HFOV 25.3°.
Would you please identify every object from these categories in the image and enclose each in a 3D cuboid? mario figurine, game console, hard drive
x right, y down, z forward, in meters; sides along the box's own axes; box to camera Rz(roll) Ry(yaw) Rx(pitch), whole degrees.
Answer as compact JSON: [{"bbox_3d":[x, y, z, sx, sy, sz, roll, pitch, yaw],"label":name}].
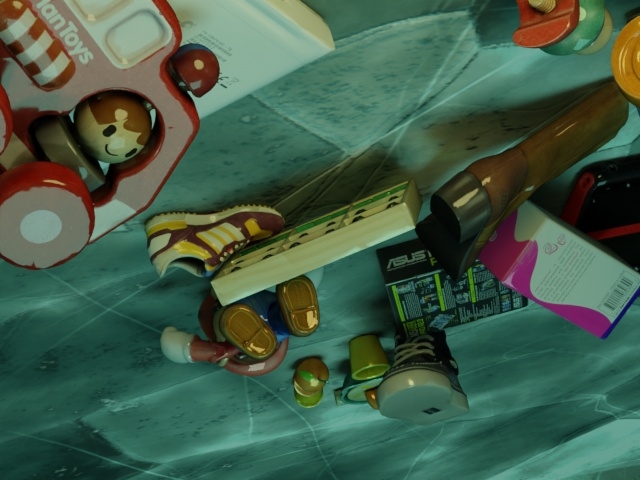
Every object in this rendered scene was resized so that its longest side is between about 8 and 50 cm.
[{"bbox_3d":[-0.108,0.093,1.947,0.198,0.170,0.320,8,171,-13],"label":"mario figurine"},{"bbox_3d":[0.541,-0.052,2.146,0.386,0.060,0.342,-11,151,-10],"label":"game console"},{"bbox_3d":[-0.193,-0.170,1.436,0.353,0.047,0.233,-25,155,22],"label":"hard drive"}]

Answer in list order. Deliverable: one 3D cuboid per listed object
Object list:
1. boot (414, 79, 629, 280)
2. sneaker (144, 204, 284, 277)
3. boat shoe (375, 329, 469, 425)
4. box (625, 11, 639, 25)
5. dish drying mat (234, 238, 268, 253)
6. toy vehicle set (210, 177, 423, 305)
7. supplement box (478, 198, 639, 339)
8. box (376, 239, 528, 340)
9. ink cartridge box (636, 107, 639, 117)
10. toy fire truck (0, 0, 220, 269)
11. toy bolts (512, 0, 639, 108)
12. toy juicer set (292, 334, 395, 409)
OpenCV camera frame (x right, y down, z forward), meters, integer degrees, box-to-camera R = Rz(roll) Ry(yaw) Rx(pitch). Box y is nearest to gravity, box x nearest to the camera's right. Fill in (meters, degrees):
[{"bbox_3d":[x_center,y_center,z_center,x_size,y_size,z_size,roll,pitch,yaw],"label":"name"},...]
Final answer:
[{"bbox_3d":[0.259,-0.080,1.841,0.280,0.096,0.264,-34,158,-13],"label":"boot"},{"bbox_3d":[-0.131,0.007,1.828,0.185,0.084,0.069,-7,156,-17],"label":"sneaker"},{"bbox_3d":[0.152,0.204,2.338,0.127,0.158,0.340,-18,162,9],"label":"boat shoe"},{"bbox_3d":[0.558,-0.109,1.572,0.293,0.395,0.212,-24,156,23],"label":"box"},{"bbox_3d":[-0.111,0.007,1.938,0.083,0.008,0.032,-13,156,-1],"label":"dish drying mat"},{"bbox_3d":[0.000,0.000,1.830,0.267,0.035,0.166,-22,-171,11],"label":"toy vehicle set"},{"bbox_3d":[0.335,0.034,2.009,0.220,0.114,0.111,28,102,-33],"label":"supplement box"},{"bbox_3d":[0.207,0.060,2.182,0.216,0.060,0.270,-15,157,3],"label":"box"},{"bbox_3d":[0.462,-0.138,1.797,0.088,0.122,0.052,-10,156,-10],"label":"ink cartridge box"},{"bbox_3d":[-0.230,-0.136,1.278,0.254,0.169,0.302,-32,128,7],"label":"toy fire truck"},{"bbox_3d":[0.320,-0.221,1.460,0.228,0.218,0.158,-7,170,33],"label":"toy bolts"},{"bbox_3d":[0.066,0.271,2.539,0.209,0.089,0.329,-21,157,14],"label":"toy juicer set"}]
